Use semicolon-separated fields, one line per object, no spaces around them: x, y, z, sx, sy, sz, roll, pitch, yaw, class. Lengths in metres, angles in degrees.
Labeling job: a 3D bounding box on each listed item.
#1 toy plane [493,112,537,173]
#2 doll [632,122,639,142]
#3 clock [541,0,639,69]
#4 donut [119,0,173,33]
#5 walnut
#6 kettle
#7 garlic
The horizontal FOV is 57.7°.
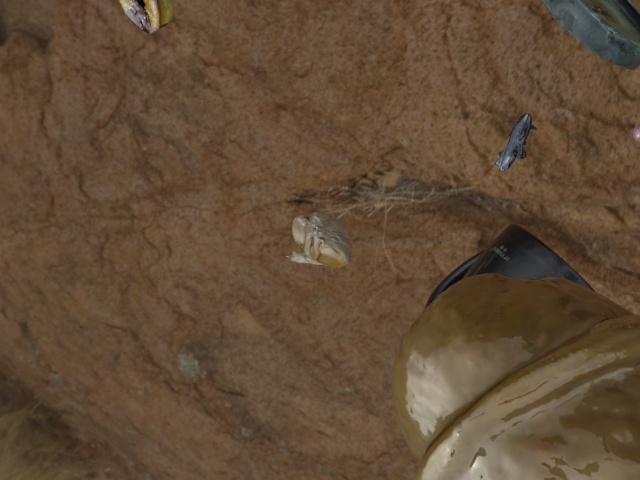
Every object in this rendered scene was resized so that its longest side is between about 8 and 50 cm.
0.256;-0.126;0.761;0.031;0.078;0.083;27;100;-6;toy plane
0.382;-0.075;0.496;0.211;0.093;0.262;0;80;9;doll
0.438;-0.367;0.924;0.226;0.226;0.049;42;133;1;clock
-0.360;-0.500;1.198;0.140;0.059;0.140;28;136;30;donut
0.204;0.165;0.532;0.296;0.285;0.285;58;144;39;walnut
0.324;0.126;1.099;0.207;0.268;0.290;37;101;-29;kettle
0.002;-0.004;0.893;0.113;0.074;0.094;29;144;19;garlic
